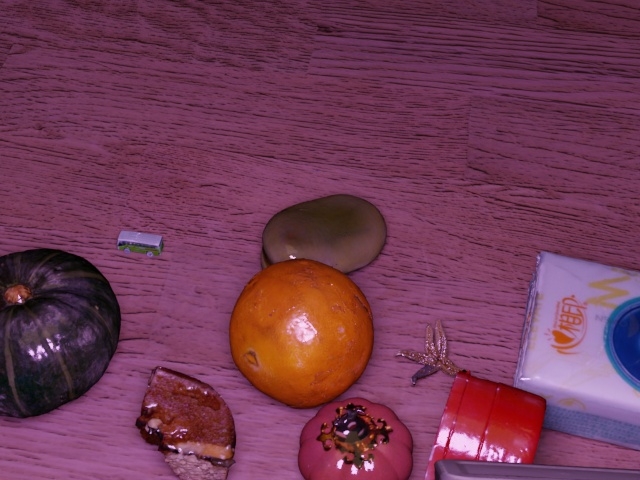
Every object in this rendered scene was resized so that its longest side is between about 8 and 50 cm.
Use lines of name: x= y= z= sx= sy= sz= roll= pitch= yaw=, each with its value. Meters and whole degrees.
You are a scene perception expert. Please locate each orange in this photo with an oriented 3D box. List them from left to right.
orange: x=-0.029 y=0.147 z=1.695 sx=0.240 sy=0.240 sz=0.240 roll=1 pitch=51 yaw=-1

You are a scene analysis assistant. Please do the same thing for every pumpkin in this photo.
pumpkin: x=-0.467 y=0.150 z=1.703 sx=0.300 sy=0.207 sz=0.300 roll=-6 pitch=40 yaw=5

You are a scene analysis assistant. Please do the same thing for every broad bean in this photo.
broad bean: x=0.000 y=0.000 z=1.907 sx=0.263 sy=0.121 sz=0.189 roll=-21 pitch=48 yaw=-36

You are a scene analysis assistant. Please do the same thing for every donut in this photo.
donut: x=-0.200 y=0.298 z=1.637 sx=0.187 sy=0.126 sz=0.144 roll=19 pitch=46 yaw=9

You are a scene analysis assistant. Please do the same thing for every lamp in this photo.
lamp: x=0.054 y=0.321 z=1.614 sx=0.182 sy=0.140 sz=0.182 roll=-1 pitch=50 yaw=1

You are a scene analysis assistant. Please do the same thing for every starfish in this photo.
starfish: x=0.198 y=0.206 z=1.774 sx=0.130 sy=0.041 sz=0.133 roll=29 pitch=61 yaw=31

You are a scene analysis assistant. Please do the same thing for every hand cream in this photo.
hand cream: x=0.242 y=0.318 z=1.570 sx=0.150 sy=0.230 sz=0.230 roll=18 pitch=53 yaw=13

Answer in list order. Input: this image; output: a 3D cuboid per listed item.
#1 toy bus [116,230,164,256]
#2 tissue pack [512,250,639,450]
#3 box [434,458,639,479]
toy bus: x=-0.331 y=0.005 z=1.928 sx=0.083 sy=0.037 sz=0.031 roll=8 pitch=51 yaw=6
tissue pack: x=0.520 y=0.193 z=1.718 sx=0.388 sy=0.162 sz=0.287 roll=13 pitch=52 yaw=7
box: x=0.309 y=0.473 z=1.368 sx=0.352 sy=0.177 sz=0.343 roll=3 pitch=88 yaw=2
